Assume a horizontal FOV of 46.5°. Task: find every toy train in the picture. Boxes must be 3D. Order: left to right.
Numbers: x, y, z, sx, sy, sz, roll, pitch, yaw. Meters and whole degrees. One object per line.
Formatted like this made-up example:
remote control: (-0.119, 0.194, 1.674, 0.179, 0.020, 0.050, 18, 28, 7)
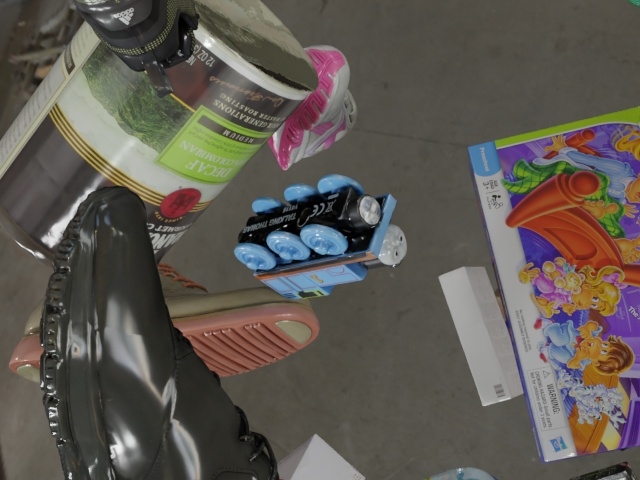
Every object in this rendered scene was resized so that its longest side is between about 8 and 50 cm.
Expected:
toy train: (0.000, 0.000, 0.699, 0.184, 0.105, 0.080, -14, 49, 46)

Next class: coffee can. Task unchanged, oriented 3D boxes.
coffee can: (-0.165, -0.117, 0.718, 0.275, 0.201, 0.202, -45, 45, 23)

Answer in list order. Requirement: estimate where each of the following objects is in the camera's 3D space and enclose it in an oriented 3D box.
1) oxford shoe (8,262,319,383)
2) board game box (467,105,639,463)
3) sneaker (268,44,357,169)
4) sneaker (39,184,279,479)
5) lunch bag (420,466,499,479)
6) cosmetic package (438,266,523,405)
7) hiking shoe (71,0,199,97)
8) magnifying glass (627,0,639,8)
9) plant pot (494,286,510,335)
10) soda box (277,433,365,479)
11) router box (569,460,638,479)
oxford shoe: (-0.187, 0.077, 0.864, 0.396, 0.140, 0.147, -8, 58, 20)
board game box: (0.310, 0.040, 0.795, 0.233, 0.078, 0.347, -13, 70, 9)
sneaker: (-0.002, -0.195, 1.039, 0.103, 0.111, 0.252, 63, 158, 8)
sneaker: (-0.090, 0.111, 0.426, 0.109, 0.130, 0.287, -166, 71, -71)
lunch bag: (0.165, 0.405, 1.046, 0.219, 0.176, 0.090, -29, 36, 25)
cosmetic package: (0.291, 0.167, 1.332, 0.060, 0.098, 0.239, -26, 73, 33)
hiking shoe: (-0.135, -0.178, 0.523, 0.086, 0.114, 0.227, -15, 34, 2)
magnifying glass: (0.480, -0.352, 0.898, 0.230, 0.026, 0.092, -16, 80, 29)
plant pot: (0.512, 0.141, 1.729, 0.263, 0.229, 0.263, 43, 149, 35)
soda box: (-0.035, 0.287, 0.690, 0.069, 0.074, 0.216, -45, 4, 36)
router box: (0.541, 0.478, 1.395, 0.122, 0.038, 0.092, -30, 89, 31)
